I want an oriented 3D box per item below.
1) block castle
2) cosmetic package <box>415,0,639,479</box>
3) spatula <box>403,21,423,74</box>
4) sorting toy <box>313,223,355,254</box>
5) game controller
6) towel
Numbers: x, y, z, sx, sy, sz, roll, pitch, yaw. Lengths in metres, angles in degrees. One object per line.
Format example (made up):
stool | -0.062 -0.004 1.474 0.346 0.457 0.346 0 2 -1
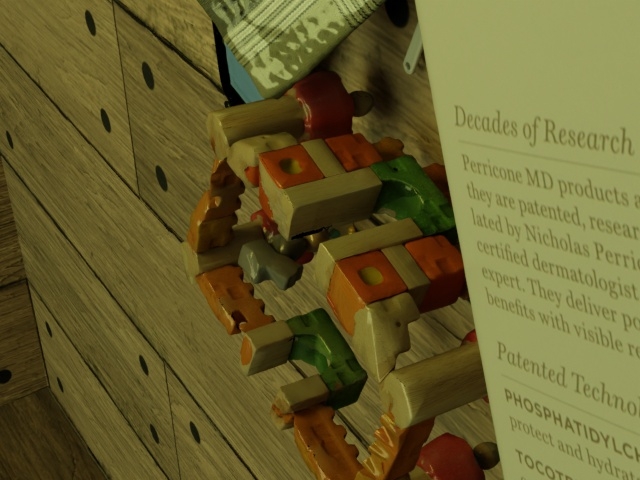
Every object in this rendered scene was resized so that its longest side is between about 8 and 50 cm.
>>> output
block castle | 0.045 0.057 1.390 0.453 0.212 0.303 55 147 31
cosmetic package | 0.289 -0.033 0.679 0.327 0.329 0.394 19 125 61
spatula | 0.146 -0.203 1.241 0.168 0.019 0.242 53 153 22
sorting toy | 0.000 0.000 1.639 0.045 0.075 0.083 59 155 22
game controller | -0.079 -0.215 1.584 0.166 0.067 0.319 60 168 24
towel | -0.040 -0.342 1.268 0.324 0.056 0.312 -35 90 42
